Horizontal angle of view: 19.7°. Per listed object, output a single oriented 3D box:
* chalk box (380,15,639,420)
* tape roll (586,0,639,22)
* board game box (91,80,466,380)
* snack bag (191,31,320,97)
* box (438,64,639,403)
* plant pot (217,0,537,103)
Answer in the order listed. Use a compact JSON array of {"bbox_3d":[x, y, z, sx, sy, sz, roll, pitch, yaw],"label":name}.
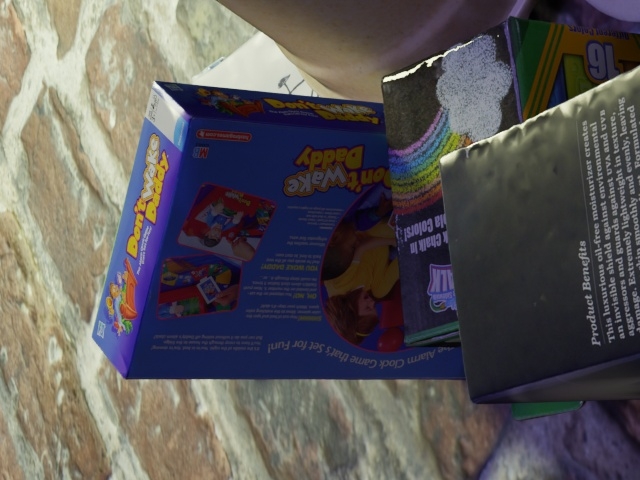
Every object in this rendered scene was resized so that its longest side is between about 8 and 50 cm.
[{"bbox_3d":[0.178,-0.007,1.444,0.180,0.179,0.289,-20,72,55],"label":"chalk box"},{"bbox_3d":[0.244,-0.357,1.356,0.392,0.072,0.392,171,90,-73],"label":"tape roll"},{"bbox_3d":[0.000,0.000,1.562,0.078,0.347,0.233,43,123,51],"label":"board game box"},{"bbox_3d":[-0.041,-0.079,1.922,0.323,0.037,0.343,-30,62,53],"label":"snack bag"},{"bbox_3d":[0.283,-0.003,1.168,0.294,0.296,0.183,-23,69,56],"label":"box"},{"bbox_3d":[-0.015,-0.305,1.568,0.334,0.305,0.334,-17,64,41],"label":"plant pot"}]
